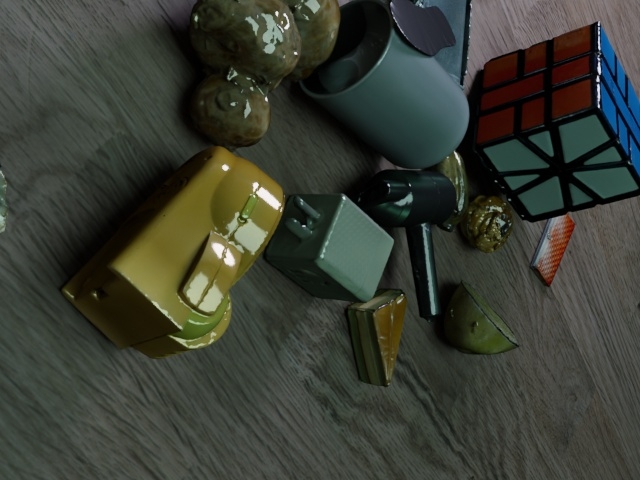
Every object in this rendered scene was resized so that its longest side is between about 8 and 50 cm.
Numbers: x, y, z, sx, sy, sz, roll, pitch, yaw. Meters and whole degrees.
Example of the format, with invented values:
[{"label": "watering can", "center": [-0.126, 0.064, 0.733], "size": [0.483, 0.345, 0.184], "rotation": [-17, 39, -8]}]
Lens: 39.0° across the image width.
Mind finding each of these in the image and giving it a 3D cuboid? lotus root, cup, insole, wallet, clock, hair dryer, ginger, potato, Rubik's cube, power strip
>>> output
[{"label": "lotus root", "center": [0.268, -0.106, 1.898], "size": [0.089, 0.080, 0.179], "rotation": [1, 86, -5]}, {"label": "cup", "center": [0.128, -0.269, 1.653], "size": [0.312, 0.206, 0.205], "rotation": [36, 67, -43]}, {"label": "insole", "center": [0.190, -0.389, 1.640], "size": [0.119, 0.009, 0.348], "rotation": [63, 25, -2]}, {"label": "wallet", "center": [0.236, -0.494, 1.850], "size": [0.237, 0.075, 0.341], "rotation": [6, 86, -52]}, {"label": "clock", "center": [-0.191, 0.003, 1.321], "size": [0.200, 0.244, 0.317], "rotation": [43, 58, -22]}, {"label": "hair dryer", "center": [0.169, 0.013, 1.735], "size": [0.244, 0.116, 0.302], "rotation": [-6, 85, -51]}, {"label": "ginger", "center": [-0.083, -0.330, 1.465], "size": [0.375, 0.176, 0.256], "rotation": [-50, 143, -34]}, {"label": "potato", "center": [0.332, 0.192, 1.959], "size": [0.117, 0.182, 0.202], "rotation": [-43, 152, 9]}, {"label": "wallet", "center": [0.588, 0.011, 2.284], "size": [0.103, 0.020, 0.196], "rotation": [46, 61, -38]}, {"label": "Rubik's cube", "center": [0.521, -0.249, 1.963], "size": [0.288, 0.294, 0.283], "rotation": [47, 44, -39]}, {"label": "power strip", "center": [0.000, 0.000, 1.585], "size": [0.224, 0.140, 0.139], "rotation": [39, 66, -39]}]

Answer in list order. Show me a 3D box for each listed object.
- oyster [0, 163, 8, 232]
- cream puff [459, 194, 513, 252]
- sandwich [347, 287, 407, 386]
[{"label": "oyster", "center": [-0.457, -0.071, 1.165], "size": [0.103, 0.051, 0.148], "rotation": [-29, 122, -54]}, {"label": "cream puff", "center": [0.372, -0.035, 2.002], "size": [0.119, 0.104, 0.133], "rotation": [-21, 108, -51]}, {"label": "sandwich", "center": [0.125, 0.188, 1.770], "size": [0.113, 0.079, 0.163], "rotation": [-26, 110, -42]}]
